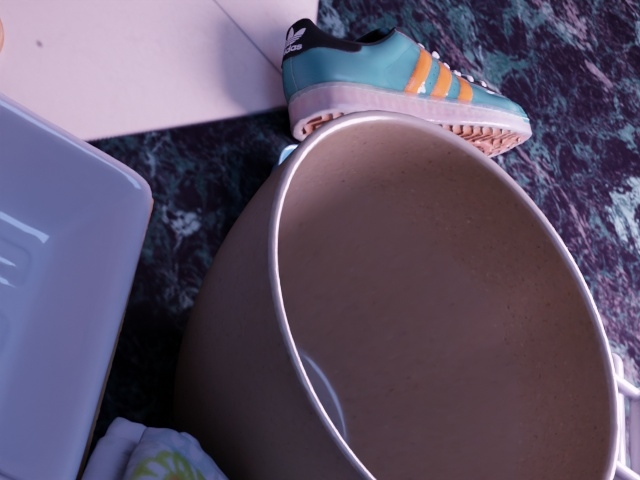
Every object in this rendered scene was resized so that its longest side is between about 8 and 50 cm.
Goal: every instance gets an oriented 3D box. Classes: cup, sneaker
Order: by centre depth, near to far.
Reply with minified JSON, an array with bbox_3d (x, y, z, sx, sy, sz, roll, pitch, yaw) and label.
[{"bbox_3d":[0.023,0.104,0.934,0.331,0.237,0.331,24,49,-32],"label":"cup"},{"bbox_3d":[0.092,-0.153,1.249,0.302,0.108,0.121,6,67,-39],"label":"sneaker"}]

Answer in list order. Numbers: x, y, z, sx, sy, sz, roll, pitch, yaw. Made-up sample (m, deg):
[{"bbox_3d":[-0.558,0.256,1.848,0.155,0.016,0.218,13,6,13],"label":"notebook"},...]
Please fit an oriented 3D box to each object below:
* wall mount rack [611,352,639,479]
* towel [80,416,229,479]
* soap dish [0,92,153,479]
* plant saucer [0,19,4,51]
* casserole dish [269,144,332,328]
[{"bbox_3d":[0.314,0.286,1.189,0.350,0.130,0.304,36,43,-22],"label":"wall mount rack"},{"bbox_3d":[-0.079,0.337,0.748,0.320,0.090,0.374,54,35,-34],"label":"towel"},{"bbox_3d":[-0.244,0.039,0.816,0.229,0.118,0.291,31,48,-26],"label":"soap dish"},{"bbox_3d":[-0.285,-0.171,0.980,0.083,0.013,0.083,23,52,-32],"label":"plant saucer"},{"bbox_3d":[0.000,0.000,1.126,0.114,0.037,0.188,16,55,-36],"label":"casserole dish"}]
